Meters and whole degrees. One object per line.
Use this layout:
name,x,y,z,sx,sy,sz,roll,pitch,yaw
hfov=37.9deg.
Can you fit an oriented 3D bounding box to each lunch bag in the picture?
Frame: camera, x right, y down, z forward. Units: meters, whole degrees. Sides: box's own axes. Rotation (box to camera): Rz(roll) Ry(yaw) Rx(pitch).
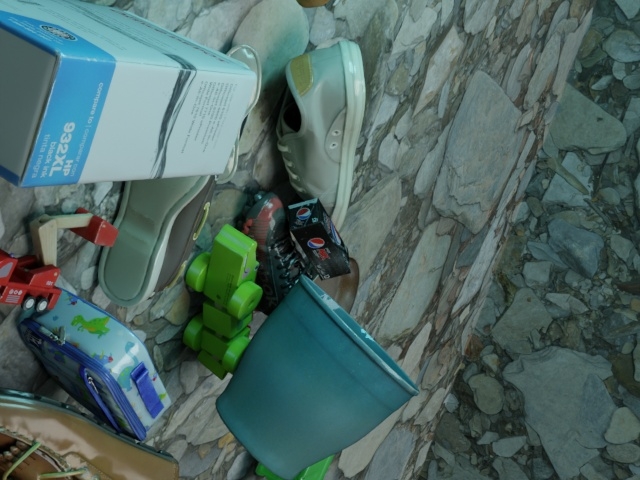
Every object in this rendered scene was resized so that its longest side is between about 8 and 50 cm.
lunch bag,-0.294,0.170,1.245,0.090,0.176,0.219,-51,155,-26

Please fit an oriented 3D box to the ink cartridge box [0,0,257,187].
ink cartridge box,-0.246,-0.159,0.935,0.307,0.223,0.129,-12,126,-61

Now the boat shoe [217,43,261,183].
boat shoe,-0.138,-0.188,1.361,0.065,0.075,0.206,-124,-134,-67

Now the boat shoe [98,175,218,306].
boat shoe,-0.202,-0.060,1.276,0.096,0.116,0.324,-17,134,-65

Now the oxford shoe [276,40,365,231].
oxford shoe,-0.010,-0.157,1.567,0.449,0.130,0.169,95,-14,-57

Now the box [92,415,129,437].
box,-0.368,0.351,1.471,0.162,0.029,0.116,-54,155,-24

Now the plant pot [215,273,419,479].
plant pot,-0.024,0.238,1.519,0.255,0.271,0.271,-45,156,1

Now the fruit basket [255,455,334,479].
fruit basket,-0.027,0.438,2.170,0.327,0.165,0.353,-66,172,9

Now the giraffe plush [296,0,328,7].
giraffe plush,-0.018,-0.427,1.186,0.181,0.210,0.170,-41,154,11

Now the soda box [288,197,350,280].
soda box,0.000,0.000,1.608,0.169,0.060,0.053,59,20,-52

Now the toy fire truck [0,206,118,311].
toy fire truck,-0.343,0.017,1.144,0.135,0.047,0.192,-64,156,2

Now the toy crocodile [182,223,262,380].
toy crocodile,-0.153,0.112,1.556,0.105,0.115,0.340,-41,151,-44

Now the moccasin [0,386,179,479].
moccasin,-0.348,0.287,1.175,0.380,0.139,0.147,41,54,-43

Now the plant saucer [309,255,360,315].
plant saucer,-0.020,0.163,1.968,0.310,0.050,0.311,-45,151,-35

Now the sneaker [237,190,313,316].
sneaker,-0.072,0.035,1.616,0.097,0.135,0.276,-41,147,-37
